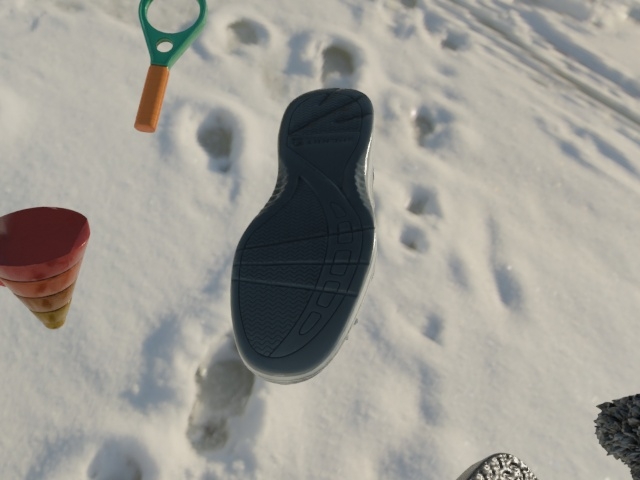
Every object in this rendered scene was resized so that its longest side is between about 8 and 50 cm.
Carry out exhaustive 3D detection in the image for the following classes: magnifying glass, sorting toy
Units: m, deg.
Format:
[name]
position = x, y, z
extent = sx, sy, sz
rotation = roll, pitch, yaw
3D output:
[magnifying glass]
position = -0.207, -0.248, 1.346
extent = 0.092, 0.026, 0.230
rotation = 8, 70, 3
[sorting toy]
position = -0.418, 0.065, 1.083
extent = 0.366, 0.126, 0.127
rotation = -11, 33, -9

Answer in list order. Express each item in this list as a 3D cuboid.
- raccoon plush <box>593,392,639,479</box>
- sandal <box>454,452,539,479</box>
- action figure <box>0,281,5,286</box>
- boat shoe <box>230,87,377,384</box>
[raccoon plush]
position = 0.417, 0.299, 1.072
extent = 0.446, 0.216, 0.299
rotation = 41, 39, -66
[sandal]
position = 0.135, 0.401, 1.240
extent = 0.446, 0.107, 0.167
rotation = -15, 67, -48
[action figure]
position = -0.369, 0.033, 1.282
extent = 0.115, 0.030, 0.038
rotation = -33, 44, -16
[boat shoe]
position = -0.002, -0.001, 0.903
extent = 0.118, 0.103, 0.320
rotation = -2, 48, 10
